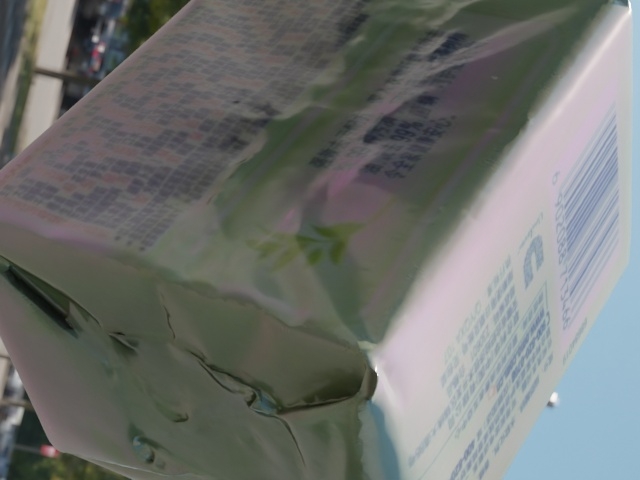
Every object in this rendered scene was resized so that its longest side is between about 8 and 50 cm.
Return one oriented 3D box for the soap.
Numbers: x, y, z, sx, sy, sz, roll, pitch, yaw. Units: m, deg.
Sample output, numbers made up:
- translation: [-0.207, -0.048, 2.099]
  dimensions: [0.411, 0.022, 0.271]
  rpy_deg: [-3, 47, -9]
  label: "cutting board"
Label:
- translation: [0.000, 0.000, 0.472]
  dimensions: [0.199, 0.182, 0.138]
  rpy_deg: [-51, 144, -33]
  label: "soap"
